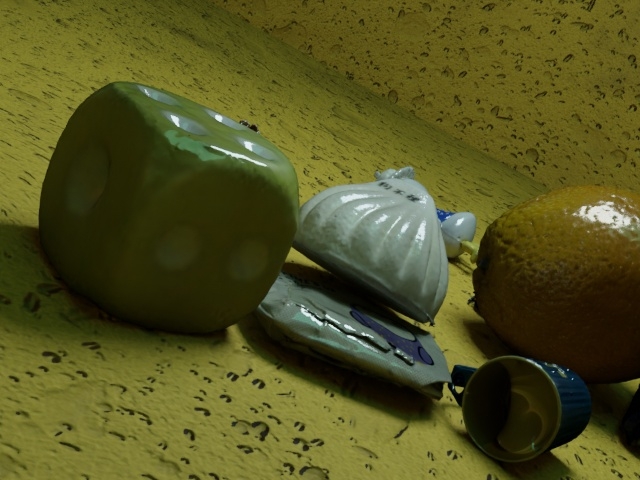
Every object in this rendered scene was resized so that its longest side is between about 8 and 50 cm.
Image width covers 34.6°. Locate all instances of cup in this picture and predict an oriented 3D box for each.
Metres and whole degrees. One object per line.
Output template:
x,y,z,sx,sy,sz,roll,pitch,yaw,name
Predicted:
0.258,0.208,1.340,0.176,0.131,0.155,24,8,34,cup

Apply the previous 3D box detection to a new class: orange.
0.429,0.067,1.663,0.357,0.322,0.322,13,17,2,orange

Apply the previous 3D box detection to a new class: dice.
-0.181,-0.043,1.233,0.233,0.227,0.238,14,19,-42,dice

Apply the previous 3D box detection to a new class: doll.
0.213,-0.051,2.065,0.293,0.119,0.138,41,13,23,doll

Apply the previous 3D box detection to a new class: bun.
0.091,-0.009,1.515,0.263,0.175,0.263,30,-6,3,bun

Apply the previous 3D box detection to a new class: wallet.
0.034,0.108,1.377,0.335,0.068,0.275,25,14,-12,wallet

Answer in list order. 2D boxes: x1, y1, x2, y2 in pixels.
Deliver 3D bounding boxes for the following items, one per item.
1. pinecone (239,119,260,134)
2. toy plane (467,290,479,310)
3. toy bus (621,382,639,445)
-0.155,-0.172,1.881,0.102,0.102,0.109,17,-11,-29,pinecone
0.326,0.099,1.854,0.078,0.053,0.197,36,28,19,toy plane
0.613,0.261,1.656,0.162,0.171,0.386,42,19,13,toy bus
